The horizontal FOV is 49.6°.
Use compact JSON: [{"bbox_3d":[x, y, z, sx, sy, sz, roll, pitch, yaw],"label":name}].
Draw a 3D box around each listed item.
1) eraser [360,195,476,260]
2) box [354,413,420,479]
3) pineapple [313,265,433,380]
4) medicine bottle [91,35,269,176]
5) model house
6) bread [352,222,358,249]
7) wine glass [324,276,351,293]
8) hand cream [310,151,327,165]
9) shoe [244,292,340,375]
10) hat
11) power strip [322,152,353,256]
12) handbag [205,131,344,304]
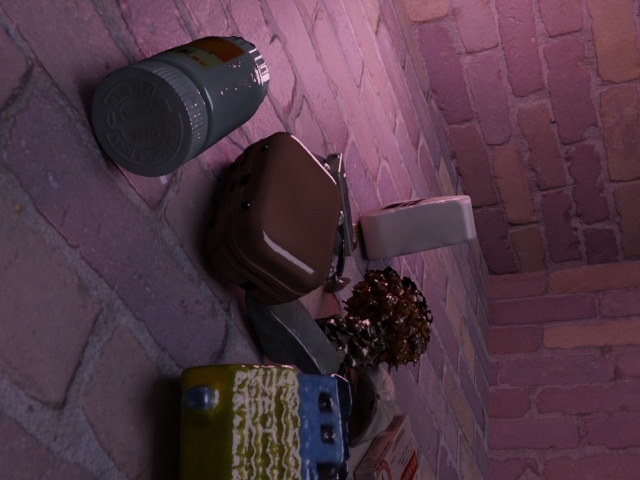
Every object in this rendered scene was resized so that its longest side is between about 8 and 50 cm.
[{"bbox_3d":[0.264,-0.044,2.085,0.331,0.332,0.149,-21,100,-68],"label":"eraser"},{"bbox_3d":[0.186,0.632,1.846,0.353,0.069,0.214,-25,106,-65],"label":"box"},{"bbox_3d":[0.082,0.218,1.585,0.272,0.263,0.262,-21,103,-45],"label":"pineapple"},{"bbox_3d":[-0.198,-0.221,1.070,0.318,0.158,0.158,-53,131,-60],"label":"medicine bottle"},{"bbox_3d":[-0.109,0.308,1.052,0.303,0.216,0.237,26,59,-58],"label":"model house"},{"bbox_3d":[0.084,-0.009,1.858,0.049,0.034,0.087,67,25,-47],"label":"bread"},{"bbox_3d":[0.000,0.000,1.607,0.074,0.074,0.262,-63,138,-55],"label":"wine glass"},{"bbox_3d":[-0.019,-0.159,1.616,0.312,0.070,0.111,4,81,-71],"label":"hand cream"},{"bbox_3d":[-0.069,0.180,1.332,0.251,0.100,0.103,49,34,-15],"label":"shoe"},{"bbox_3d":[0.157,0.412,1.757,0.226,0.164,0.219,15,68,-43],"label":"hat"},{"bbox_3d":[0.046,-0.087,1.706,0.118,0.046,0.270,-77,160,-55],"label":"power strip"},{"bbox_3d":[-0.057,-0.020,1.279,0.283,0.149,0.301,40,39,-28],"label":"handbag"}]
